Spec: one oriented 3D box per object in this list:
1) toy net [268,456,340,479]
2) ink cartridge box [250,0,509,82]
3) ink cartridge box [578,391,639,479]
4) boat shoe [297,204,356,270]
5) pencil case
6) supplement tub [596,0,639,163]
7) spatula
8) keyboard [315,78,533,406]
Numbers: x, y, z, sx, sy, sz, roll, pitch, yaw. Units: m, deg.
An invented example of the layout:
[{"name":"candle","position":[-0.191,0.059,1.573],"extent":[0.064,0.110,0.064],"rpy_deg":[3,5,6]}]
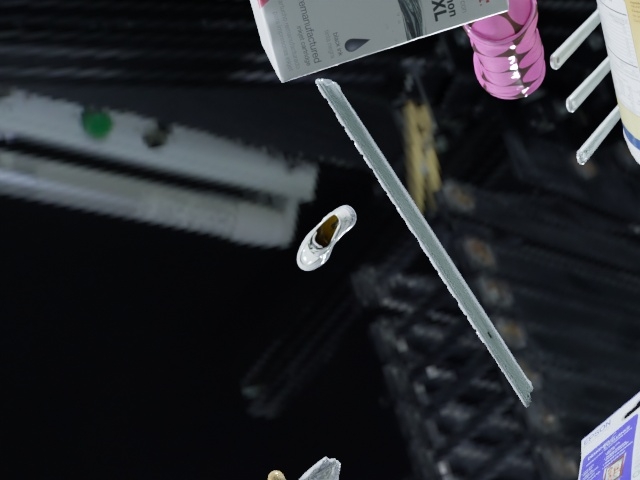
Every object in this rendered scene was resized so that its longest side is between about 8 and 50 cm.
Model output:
[{"name":"toy net","position":[-0.059,0.293,1.683],"extent":[0.232,0.045,0.122],"rpy_deg":[-9,-39,-45]},{"name":"ink cartridge box","position":[0.045,-0.276,1.511],"extent":[0.237,0.100,0.172],"rpy_deg":[-18,-59,-4]},{"name":"ink cartridge box","position":[0.378,0.238,1.832],"extent":[0.045,0.208,0.206],"rpy_deg":[40,-62,-8]},{"name":"boat shoe","position":[0.000,0.000,1.758],"extent":[0.035,0.035,0.100],"rpy_deg":[-21,-20,-52]},{"name":"pencil case","position":[0.201,-0.229,1.750],"extent":[0.095,0.098,0.209],"rpy_deg":[-34,-17,0]},{"name":"supplement tub","position":[0.393,-0.238,1.583],"extent":[0.228,0.228,0.316],"rpy_deg":[-17,-59,2]},{"name":"spatula","position":[0.334,-0.197,1.847],"extent":[0.019,0.242,0.168],"rpy_deg":[-2,-61,34]},{"name":"keyboard","position":[0.071,-0.001,1.073],"extent":[0.014,0.256,0.072],"rpy_deg":[-33,1,2]}]
